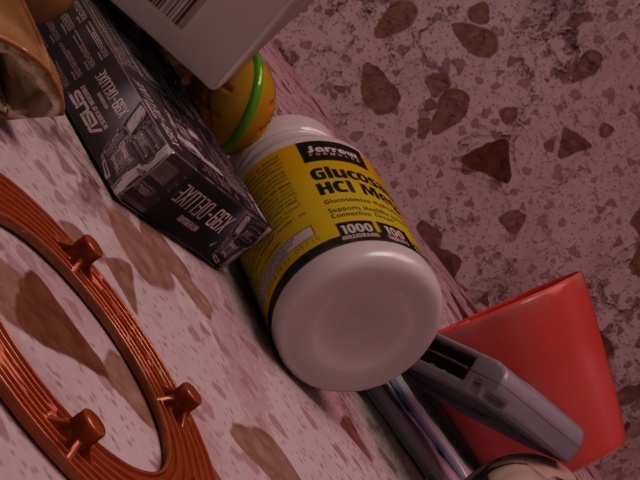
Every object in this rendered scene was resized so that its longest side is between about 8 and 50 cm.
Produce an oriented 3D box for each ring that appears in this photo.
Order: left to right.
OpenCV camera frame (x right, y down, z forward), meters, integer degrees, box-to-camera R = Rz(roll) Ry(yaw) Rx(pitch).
[{"bbox_3d":[-0.166,0.065,1.119,0.336,0.032,0.336,52,9,-11],"label":"ring"}]

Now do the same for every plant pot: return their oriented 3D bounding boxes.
[{"bbox_3d":[0.286,0.204,2.234,0.275,0.275,0.243,0,67,-81],"label":"plant pot"}]

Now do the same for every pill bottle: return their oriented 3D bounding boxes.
[{"bbox_3d":[0.000,0.000,1.815,0.188,0.188,0.334,48,9,-38],"label":"pill bottle"}]

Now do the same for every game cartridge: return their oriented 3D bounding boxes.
[{"bbox_3d":[0.179,0.175,1.977,0.198,0.062,0.297,34,-7,-38],"label":"game cartridge"}]

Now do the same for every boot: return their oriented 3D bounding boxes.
[{"bbox_3d":[-0.275,-0.194,1.420,0.236,0.089,0.269,30,23,-46],"label":"boot"}]

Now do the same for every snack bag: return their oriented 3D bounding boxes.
[{"bbox_3d":[0.117,0.212,2.169,0.323,0.037,0.342,56,8,7],"label":"snack bag"}]

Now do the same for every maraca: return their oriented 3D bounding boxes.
[{"bbox_3d":[-0.115,-0.148,1.850,0.099,0.186,0.127,20,55,-25],"label":"maraca"}]

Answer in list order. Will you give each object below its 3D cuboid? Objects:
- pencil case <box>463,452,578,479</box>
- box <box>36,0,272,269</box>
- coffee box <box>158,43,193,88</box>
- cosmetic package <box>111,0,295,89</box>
[{"bbox_3d":[0.241,0.365,1.772,0.183,0.160,0.410,37,10,-6],"label":"pencil case"},{"bbox_3d":[-0.192,-0.138,1.678,0.307,0.076,0.242,58,9,26],"label":"box"},{"bbox_3d":[-0.186,-0.247,1.954,0.098,0.141,0.246,58,7,32],"label":"coffee box"},{"bbox_3d":[-0.096,-0.348,1.800,0.230,0.161,0.453,41,23,-5],"label":"cosmetic package"}]
